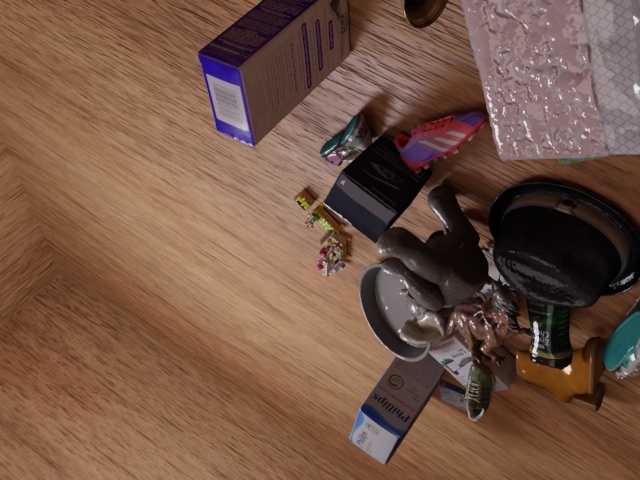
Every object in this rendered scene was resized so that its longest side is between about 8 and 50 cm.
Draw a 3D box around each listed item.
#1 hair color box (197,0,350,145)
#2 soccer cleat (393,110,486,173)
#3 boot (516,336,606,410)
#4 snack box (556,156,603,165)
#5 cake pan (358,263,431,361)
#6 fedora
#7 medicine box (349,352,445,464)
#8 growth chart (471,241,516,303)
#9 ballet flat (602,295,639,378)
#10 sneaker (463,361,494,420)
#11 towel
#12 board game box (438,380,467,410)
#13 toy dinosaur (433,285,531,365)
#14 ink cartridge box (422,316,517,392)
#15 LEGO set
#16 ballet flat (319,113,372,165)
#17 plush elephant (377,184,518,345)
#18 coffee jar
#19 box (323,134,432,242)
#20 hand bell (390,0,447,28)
[{"bbox_3d":[-0.077,-0.363,1.373,0.110,0.339,0.185,27,147,25],"label":"hair color box"},{"bbox_3d":[0.242,-0.218,1.469,0.095,0.083,0.248,49,151,-6],"label":"soccer cleat"},{"bbox_3d":[0.584,0.308,1.741,0.211,0.104,0.295,18,147,32],"label":"boot"},{"bbox_3d":[0.453,-0.209,1.282,0.100,0.037,0.141,-6,125,52],"label":"snack box"},{"bbox_3d":[0.218,0.191,1.954,0.293,0.054,0.293,36,138,41],"label":"cake pan"},{"bbox_3d":[0.480,0.038,1.459,0.334,0.152,0.334,29,148,20],"label":"fedora"},{"bbox_3d":[0.237,0.504,2.191,0.149,0.289,0.263,31,148,16],"label":"medicine box"},{"bbox_3d":[0.405,0.089,1.736,0.172,0.021,0.237,43,149,-5],"label":"growth chart"},{"bbox_3d":[0.701,0.156,1.424,0.147,0.147,0.408,31,151,17],"label":"ballet flat"},{"bbox_3d":[0.419,0.411,1.887,0.064,0.086,0.192,18,142,31],"label":"sneaker"},{"bbox_3d":[0.403,-0.286,1.176,0.317,0.053,0.331,6,124,44],"label":"towel"},{"bbox_3d":[0.422,0.491,2.235,0.090,0.020,0.090,18,142,32],"label":"board game box"},{"bbox_3d":[0.394,0.195,1.737,0.296,0.127,0.200,-5,129,46],"label":"toy dinosaur"},{"bbox_3d":[0.412,0.315,1.948,0.219,0.092,0.160,43,149,-5],"label":"ink cartridge box"},{"bbox_3d":[0.000,0.000,1.983,0.132,0.107,0.287,13,140,38],"label":"LEGO set"},{"bbox_3d":[0.072,-0.230,1.656,0.079,0.076,0.221,28,157,-14],"label":"ballet flat"},{"bbox_3d":[0.256,0.083,1.616,0.330,0.272,0.255,43,141,-2],"label":"plush elephant"},{"bbox_3d":[0.526,0.201,1.622,0.096,0.079,0.184,9,111,52],"label":"coffee jar"},{"bbox_3d":[0.129,-0.117,1.576,0.153,0.207,0.108,39,134,8],"label":"box"},{"bbox_3d":[0.105,-0.480,1.283,0.242,0.126,0.126,34,151,36],"label":"hand bell"}]
